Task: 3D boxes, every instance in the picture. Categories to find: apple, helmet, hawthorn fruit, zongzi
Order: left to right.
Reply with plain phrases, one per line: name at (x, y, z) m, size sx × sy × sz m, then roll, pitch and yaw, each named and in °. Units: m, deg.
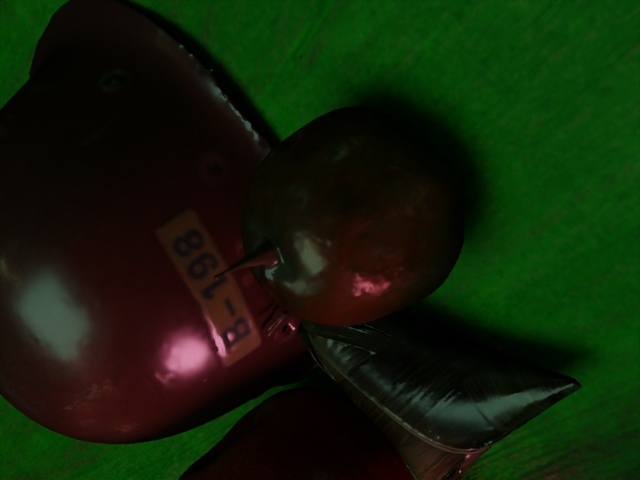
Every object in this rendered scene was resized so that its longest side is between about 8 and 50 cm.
helmet at (-0.189, 0.023, 0.988) m, size 0.337 × 0.230 × 0.385 m, roll 7°, pitch 127°, yaw 43°
apple at (-0.012, 0.238, 1.000) m, size 0.201 × 0.218 × 0.218 m, roll 50°, pitch 143°, yaw -1°
hawthorn fruit at (0.003, -0.010, 0.810) m, size 0.149 × 0.189 × 0.149 m, roll 162°, pitch 90°, yaw -76°
zongzi at (0.075, 0.077, 0.878) m, size 0.187 × 0.084 × 0.184 m, roll 45°, pitch 141°, yaw 3°
